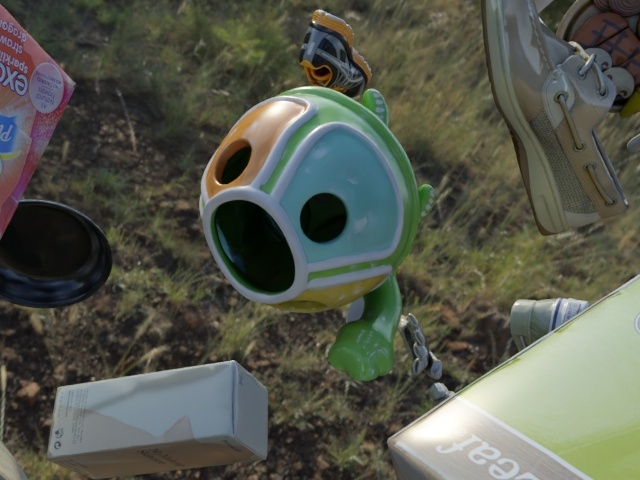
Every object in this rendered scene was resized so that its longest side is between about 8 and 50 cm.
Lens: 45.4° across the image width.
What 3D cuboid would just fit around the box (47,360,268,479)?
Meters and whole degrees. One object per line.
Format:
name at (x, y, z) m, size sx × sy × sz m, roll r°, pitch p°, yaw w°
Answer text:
box at (-0.250, 0.287, 1.208) m, size 0.148 × 0.311 × 0.121 m, roll 56°, pitch 27°, yaw -54°

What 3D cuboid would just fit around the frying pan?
frying pan at (-0.440, 0.052, 1.089) m, size 0.197 × 0.326 × 0.053 m, roll 41°, pitch 24°, yaw -34°

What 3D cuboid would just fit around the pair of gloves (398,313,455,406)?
pair of gloves at (0.186, 0.226, 1.218) m, size 0.204 × 0.042 × 0.240 m, roll 29°, pitch 39°, yaw -77°

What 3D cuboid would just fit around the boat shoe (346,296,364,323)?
boat shoe at (0.098, 0.149, 1.492) m, size 0.080 × 0.228 × 0.076 m, roll 27°, pitch 43°, yaw 11°

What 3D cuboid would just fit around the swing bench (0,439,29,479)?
swing bench at (-0.387, 0.243, 0.665) m, size 0.255 × 0.253 × 0.165 m, roll -19°, pitch 93°, yaw -26°

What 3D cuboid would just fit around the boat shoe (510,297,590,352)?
boat shoe at (0.329, 0.149, 1.074) m, size 0.094 × 0.302 × 0.109 m, roll 14°, pitch 66°, yaw 27°

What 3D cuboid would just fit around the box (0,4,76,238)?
box at (-0.358, -0.116, 0.545) m, size 0.300 × 0.154 × 0.142 m, roll 13°, pitch 71°, yaw 19°

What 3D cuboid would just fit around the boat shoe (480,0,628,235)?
boat shoe at (0.214, -0.135, 0.696) m, size 0.109 × 0.098 × 0.302 m, roll -76°, pitch 147°, yaw -50°

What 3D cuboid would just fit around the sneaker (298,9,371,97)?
sneaker at (0.015, -0.265, 1.169) m, size 0.084 × 0.083 × 0.215 m, roll 26°, pitch -6°, yaw 22°

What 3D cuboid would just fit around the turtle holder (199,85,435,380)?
turtle holder at (-0.017, -0.008, 0.904) m, size 0.244 × 0.320 × 0.227 m, roll 11°, pitch 31°, yaw 25°

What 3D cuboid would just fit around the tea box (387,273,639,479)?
tea box at (0.260, 0.155, 0.299) m, size 0.324 × 0.219 × 0.329 m, roll -25°, pitch 28°, yaw -23°

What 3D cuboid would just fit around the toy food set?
toy food set at (0.286, -0.184, 0.717) m, size 0.192 × 0.132 × 0.038 m, roll 50°, pitch 22°, yaw -1°
